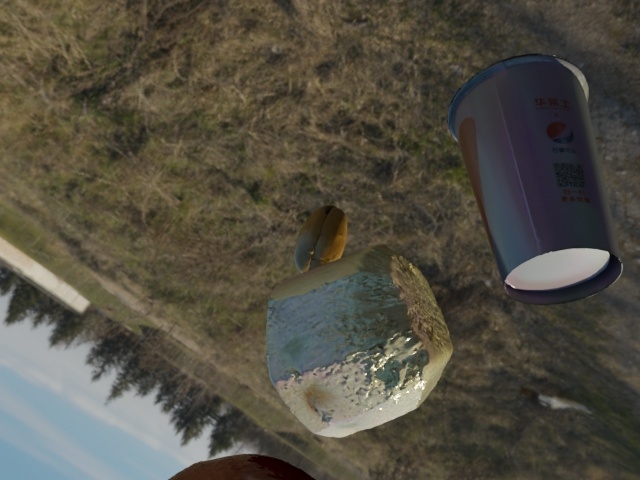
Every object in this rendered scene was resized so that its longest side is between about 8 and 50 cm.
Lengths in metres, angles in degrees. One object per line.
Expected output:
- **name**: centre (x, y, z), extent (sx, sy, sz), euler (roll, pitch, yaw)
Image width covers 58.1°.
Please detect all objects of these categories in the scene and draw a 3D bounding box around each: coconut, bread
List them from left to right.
- **bread**: centre (0.000, 0.000, 1.348), extent (0.114, 0.189, 0.077), euler (13, 169, 27)
- **coconut**: centre (0.045, 0.179, 1.005), extent (0.310, 0.297, 0.297), euler (-28, 127, 22)

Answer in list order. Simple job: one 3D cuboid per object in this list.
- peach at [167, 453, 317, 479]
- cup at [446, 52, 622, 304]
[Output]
- **peach**: centre (-0.072, 0.396, 0.587), extent (0.281, 0.281, 0.338), euler (12, 130, 51)
- **cup**: centre (0.281, -0.073, 0.755), extent (0.203, 0.288, 0.203), euler (0, 145, 0)
